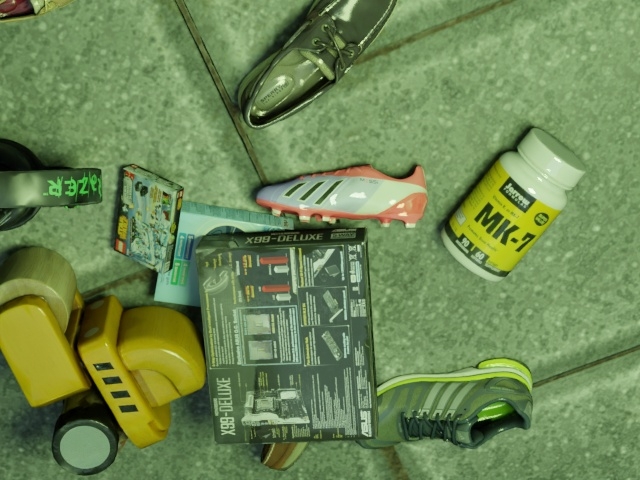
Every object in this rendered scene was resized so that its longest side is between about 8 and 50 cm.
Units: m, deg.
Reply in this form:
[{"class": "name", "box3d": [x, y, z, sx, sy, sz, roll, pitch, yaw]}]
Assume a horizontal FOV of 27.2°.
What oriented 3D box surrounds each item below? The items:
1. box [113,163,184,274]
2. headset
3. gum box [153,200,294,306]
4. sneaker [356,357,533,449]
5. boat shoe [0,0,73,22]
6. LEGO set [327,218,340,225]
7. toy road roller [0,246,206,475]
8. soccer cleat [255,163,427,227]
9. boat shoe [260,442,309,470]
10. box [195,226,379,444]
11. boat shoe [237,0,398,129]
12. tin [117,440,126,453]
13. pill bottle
[{"class": "box", "box3d": [-0.247, -0.030, 1.900, 0.094, 0.027, 0.137, 25, 121, 22]}, {"class": "headset", "box3d": [-0.480, -0.045, 1.789, 0.394, 0.243, 0.185, 2, 95, 26]}, {"class": "gum box", "box3d": [-0.144, 0.027, 1.962, 0.184, 0.041, 0.157, 9, 118, -8]}, {"class": "sneaker", "box3d": [0.195, 0.273, 2.083, 0.299, 0.121, 0.111, -17, 119, 5]}, {"class": "boat shoe", "box3d": [-0.373, -0.316, 1.744, 0.135, 0.045, 0.050, -19, 119, 6]}, {"class": "LEGO set", "box3d": [0.003, 0.000, 1.973, 0.054, 0.023, 0.083, 32, 99, -23]}, {"class": "toy road roller", "box3d": [-0.308, 0.148, 1.908, 0.240, 0.202, 0.330, -24, 111, 4]}, {"class": "soccer cleat", "box3d": [0.032, -0.070, 1.911, 0.248, 0.083, 0.095, 5, 87, -1]}, {"class": "boat shoe", "box3d": [-0.043, 0.196, 2.032, 0.119, 0.122, 0.324, 17, 109, -8]}, {"class": "box", "box3d": [-0.044, 0.141, 1.913, 0.242, 0.076, 0.308, -3, 106, 5]}, {"class": "boat shoe", "box3d": [0.000, -0.251, 1.785, 0.285, 0.092, 0.103, -40, 115, 17]}, {"class": "tin", "box3d": [-0.342, 0.268, 2.085, 0.106, 0.040, 0.190, 23, 115, -21]}, {"class": "pill bottle", "box3d": [0.279, -0.052, 1.908, 0.119, 0.119, 0.208, 29, 113, -19]}]
